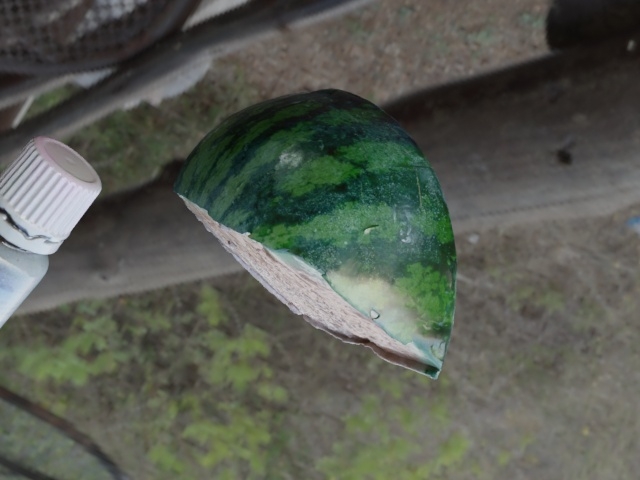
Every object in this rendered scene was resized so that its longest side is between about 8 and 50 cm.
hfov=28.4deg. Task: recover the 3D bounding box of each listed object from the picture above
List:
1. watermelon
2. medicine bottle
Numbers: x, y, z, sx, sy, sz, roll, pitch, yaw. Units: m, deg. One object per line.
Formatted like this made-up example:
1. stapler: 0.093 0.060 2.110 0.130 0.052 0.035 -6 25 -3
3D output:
1. watermelon: -0.020 -0.021 1.406 0.222 0.319 0.292 3 -178 -36
2. medicine bottle: -0.255 0.012 0.988 0.083 0.203 0.083 41 -167 -11
